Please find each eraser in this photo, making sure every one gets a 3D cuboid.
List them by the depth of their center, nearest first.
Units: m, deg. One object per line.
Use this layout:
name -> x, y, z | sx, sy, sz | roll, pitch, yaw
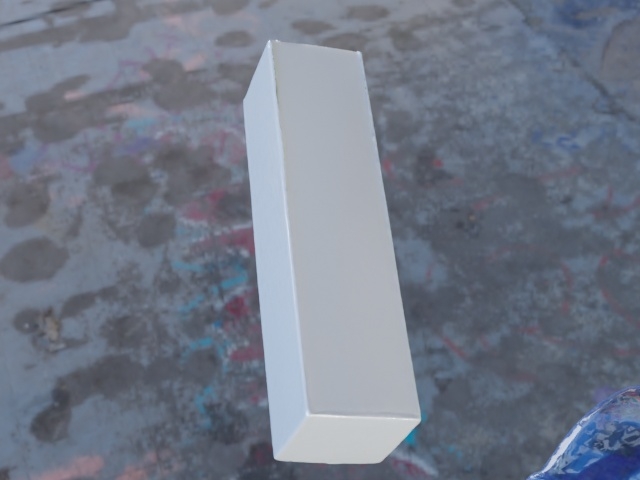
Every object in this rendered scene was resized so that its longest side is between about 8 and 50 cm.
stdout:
eraser -> 0.000, -0.001, 0.726 | 0.076, 0.078, 0.298 | 5, 56, -19

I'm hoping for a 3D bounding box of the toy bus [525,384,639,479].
toy bus -> 0.190, 0.113, 0.340 | 0.236, 0.079, 0.094 | 9, 26, 35
